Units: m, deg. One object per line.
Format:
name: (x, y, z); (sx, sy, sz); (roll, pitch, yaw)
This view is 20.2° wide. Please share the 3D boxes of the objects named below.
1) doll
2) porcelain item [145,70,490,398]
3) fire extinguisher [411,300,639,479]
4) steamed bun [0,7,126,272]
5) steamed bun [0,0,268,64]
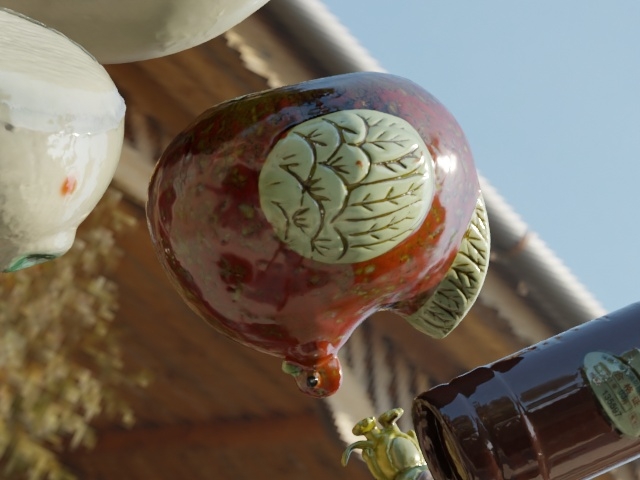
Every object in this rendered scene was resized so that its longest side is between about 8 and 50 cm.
doll: (0.088, 0.270, 1.842); (0.188, 0.145, 0.096); (48, -35, 0)
porcelain item: (0.000, 0.000, 1.325); (0.253, 0.253, 0.253); (17, -33, 11)
fire extinguisher: (0.236, 0.078, 1.242); (0.138, 0.344, 0.102); (83, -20, -48)
steamed bun: (-0.205, -0.060, 1.024); (0.177, 0.130, 0.228); (15, 16, -25)
steamed bun: (-0.158, -0.299, 1.360); (0.374, 0.374, 0.241); (15, -17, 14)
